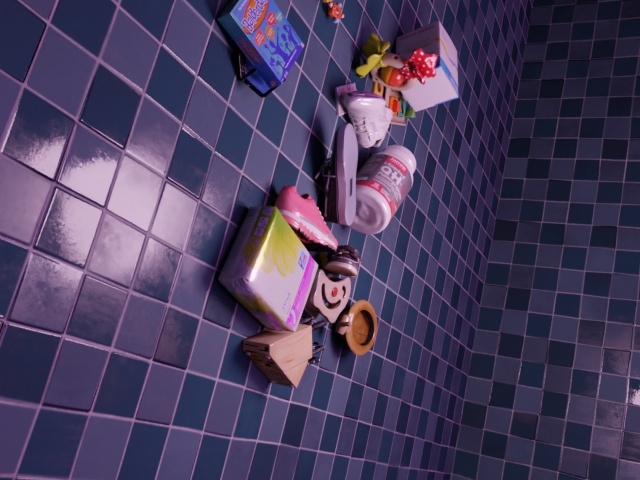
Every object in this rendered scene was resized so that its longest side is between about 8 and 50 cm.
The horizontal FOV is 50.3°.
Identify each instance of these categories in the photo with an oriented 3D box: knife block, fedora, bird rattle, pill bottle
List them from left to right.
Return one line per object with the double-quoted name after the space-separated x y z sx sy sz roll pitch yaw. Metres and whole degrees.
-0.082 0.266 1.876 0.275 0.088 0.242 60 44 -45 "knife block"
0.113 0.283 2.231 0.194 0.079 0.194 -5 96 -55 "fedora"
0.195 -0.177 2.207 0.318 0.177 0.176 -54 138 -43 "pill bottle"
0.247 -0.558 2.193 0.207 0.254 0.143 81 23 -73 "bird rattle"

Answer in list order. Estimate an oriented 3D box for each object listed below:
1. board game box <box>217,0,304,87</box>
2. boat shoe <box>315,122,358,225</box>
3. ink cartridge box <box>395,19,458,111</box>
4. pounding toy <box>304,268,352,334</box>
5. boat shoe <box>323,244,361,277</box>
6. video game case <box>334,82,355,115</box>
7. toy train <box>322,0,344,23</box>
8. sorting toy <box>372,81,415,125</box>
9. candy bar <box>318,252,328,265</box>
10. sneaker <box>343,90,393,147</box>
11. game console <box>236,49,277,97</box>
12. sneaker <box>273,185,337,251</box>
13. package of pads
-0.138 -0.500 1.641 0.210 0.047 0.160 49 49 -33 "board game box"
0.047 -0.196 2.017 0.113 0.105 0.306 -45 139 -54 "boat shoe"
0.375 -0.611 2.390 0.168 0.171 0.232 43 43 -45 "ink cartridge box"
0.044 0.163 2.012 0.269 0.155 0.154 51 55 -51 "pounding toy"
0.073 0.058 2.036 0.285 0.103 0.092 37 67 -81 "boat shoe"
0.080 -0.443 2.129 0.122 0.011 0.087 -33 122 -55 "video game case"
0.031 -0.721 1.968 0.125 0.046 0.166 7 92 -62 "toy train"
0.280 -0.513 2.436 0.348 0.047 0.195 -10 103 -60 "sorting toy"
0.000 0.000 2.050 0.040 0.018 0.161 -47 134 -48 "candy bar"
0.151 -0.376 2.145 0.305 0.114 0.152 15 90 -65 "sneaker"
-0.143 -0.426 1.669 0.122 0.071 0.107 -52 151 -45 "game console"
-0.028 -0.056 1.894 0.314 0.116 0.136 36 61 -57 "sneaker"
-0.127 0.084 1.754 0.296 0.101 0.229 55 47 -48 "package of pads"
